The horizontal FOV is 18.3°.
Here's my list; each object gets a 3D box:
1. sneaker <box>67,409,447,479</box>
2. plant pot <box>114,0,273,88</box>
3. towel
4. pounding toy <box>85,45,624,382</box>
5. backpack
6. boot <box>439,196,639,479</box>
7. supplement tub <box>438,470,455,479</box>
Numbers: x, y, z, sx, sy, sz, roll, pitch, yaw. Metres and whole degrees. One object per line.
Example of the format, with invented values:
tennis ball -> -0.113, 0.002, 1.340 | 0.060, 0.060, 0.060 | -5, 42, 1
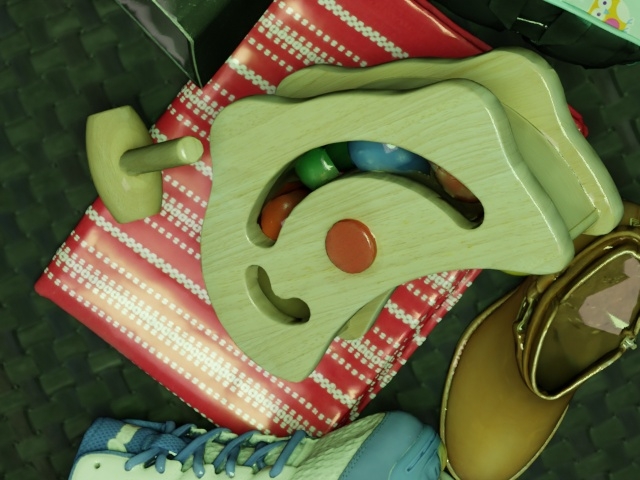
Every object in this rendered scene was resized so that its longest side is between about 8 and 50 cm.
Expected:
sneaker -> -0.076, 0.148, 1.102 | 0.296, 0.112, 0.131 | -28, 94, 20
plant pot -> -0.069, -0.210, 1.002 | 0.167, 0.187, 0.188 | -45, 89, -4
towel -> -0.006, -0.018, 1.118 | 0.199, 0.031, 0.275 | 38, 102, -5
pounding toy -> 0.000, 0.000, 1.004 | 0.269, 0.155, 0.154 | -3, 107, 32
backpack -> 0.122, -0.163, 0.997 | 0.166, 0.188, 0.144 | 29, 103, -3
boot -> 0.118, 0.066, 1.066 | 0.073, 0.152, 0.197 | 23, 103, -2
supplement tub -> 0.043, 0.186, 1.140 | 0.107, 0.071, 0.071 | -37, 98, 10
